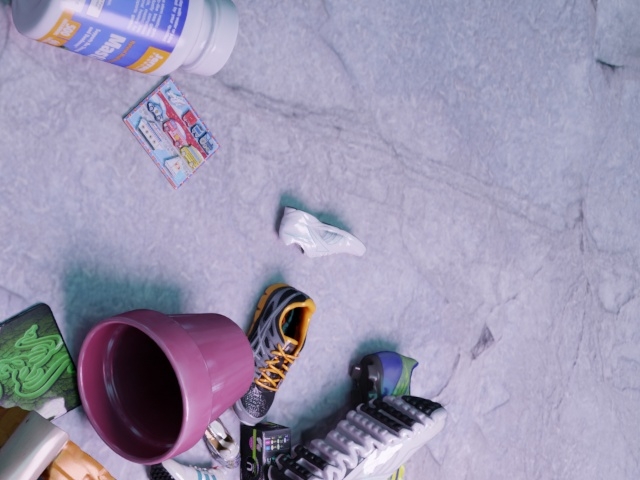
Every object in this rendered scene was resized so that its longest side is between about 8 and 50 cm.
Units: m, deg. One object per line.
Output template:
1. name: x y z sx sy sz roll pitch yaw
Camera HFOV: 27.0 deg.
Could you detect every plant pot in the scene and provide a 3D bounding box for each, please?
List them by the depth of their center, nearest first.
1. plant pot: -0.194 0.179 1.783 0.180 0.201 0.201 -17 102 -52

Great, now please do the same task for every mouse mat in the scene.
1. mouse mat: -0.406 0.186 1.729 0.190 0.007 0.152 -30 109 -33

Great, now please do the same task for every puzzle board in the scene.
1. puzzle board: -0.205 -0.150 1.861 0.096 0.011 0.128 -48 117 -25

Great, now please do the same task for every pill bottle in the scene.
1. pill bottle: -0.248 -0.301 1.736 0.272 0.152 0.152 14 83 -36

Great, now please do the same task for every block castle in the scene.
1. block castle: -0.312 0.393 1.621 0.453 0.303 0.212 47 68 -29

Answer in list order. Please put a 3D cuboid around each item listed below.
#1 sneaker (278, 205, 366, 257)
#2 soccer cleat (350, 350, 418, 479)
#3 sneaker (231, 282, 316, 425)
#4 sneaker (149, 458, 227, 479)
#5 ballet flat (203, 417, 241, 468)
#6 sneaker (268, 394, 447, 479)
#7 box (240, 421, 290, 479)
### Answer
1. sneaker: 0.000 0.000 1.999 0.152 0.054 0.061 23 87 -29
2. soccer cleat: 0.109 0.315 2.056 0.121 0.093 0.289 2 89 -30
3. sneaker: -0.070 0.165 1.929 0.084 0.083 0.214 24 79 -36
4. sneaker: -0.174 0.341 1.883 0.161 0.057 0.075 47 49 -27
5. ballet flat: -0.143 0.286 1.906 0.041 0.041 0.114 -44 116 -27
6. sneaker: 0.061 0.322 1.947 0.292 0.110 0.118 -25 119 -22
7. box: -0.080 0.311 1.938 0.052 0.062 0.083 -2 93 -36
